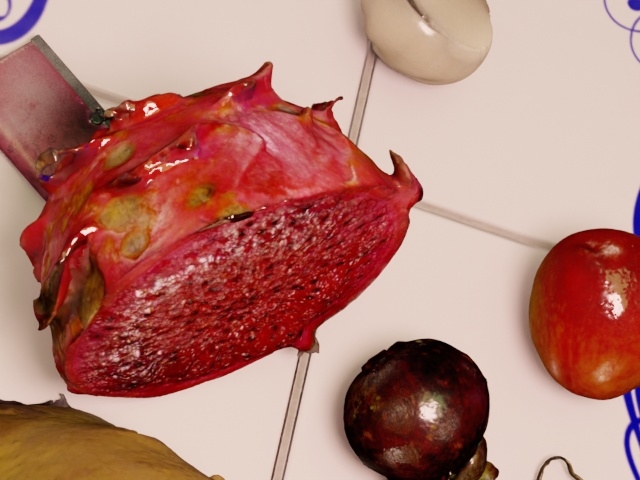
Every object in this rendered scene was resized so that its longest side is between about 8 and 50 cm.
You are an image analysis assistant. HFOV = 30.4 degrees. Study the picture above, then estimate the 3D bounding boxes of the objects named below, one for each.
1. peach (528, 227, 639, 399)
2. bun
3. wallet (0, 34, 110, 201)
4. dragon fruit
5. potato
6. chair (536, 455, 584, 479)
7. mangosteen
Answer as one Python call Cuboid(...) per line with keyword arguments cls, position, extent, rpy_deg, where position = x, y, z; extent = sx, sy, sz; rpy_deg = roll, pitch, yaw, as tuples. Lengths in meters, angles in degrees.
Cuboid(cls="peach", position=(0.324, 0.075, 1.338), extent=(0.197, 0.197, 0.197), rpy_deg=(6, 71, -18))
Cuboid(cls="bun", position=(0.118, -0.260, 1.420), extent=(0.173, 0.120, 0.172), rpy_deg=(27, 45, -30))
Cuboid(cls="wallet", position=(-0.279, -0.106, 1.283), extent=(0.119, 0.025, 0.232), rpy_deg=(-41, 88, -25))
Cuboid(cls="dragon fruit", position=(-0.110, -0.021, 1.145), extent=(0.386, 0.371, 0.249), rpy_deg=(-31, 68, 3))
Cuboid(cls="potato", position=(-0.235, 0.259, 1.038), extent=(0.397, 0.296, 0.290), rpy_deg=(30, 64, -10))
Cuboid(cls="chair", position=(0.334, 0.402, 1.268), extent=(0.160, 0.170, 0.325), rpy_deg=(-34, 93, -23))
Cuboid(cls="mangosteen", position=(0.108, 0.196, 1.249), extent=(0.172, 0.172, 0.184), rpy_deg=(-11, 87, -22))
